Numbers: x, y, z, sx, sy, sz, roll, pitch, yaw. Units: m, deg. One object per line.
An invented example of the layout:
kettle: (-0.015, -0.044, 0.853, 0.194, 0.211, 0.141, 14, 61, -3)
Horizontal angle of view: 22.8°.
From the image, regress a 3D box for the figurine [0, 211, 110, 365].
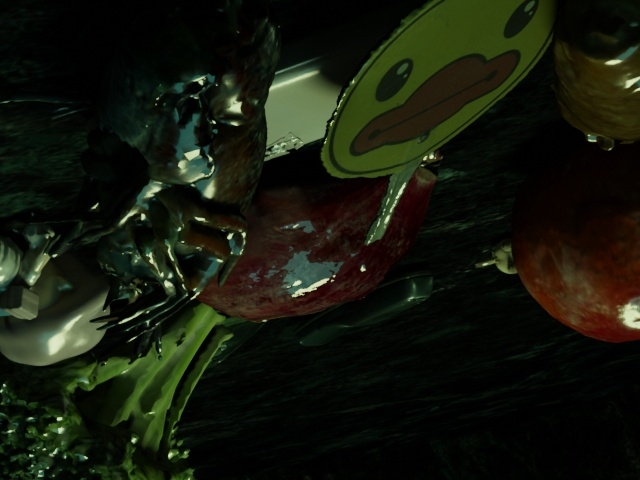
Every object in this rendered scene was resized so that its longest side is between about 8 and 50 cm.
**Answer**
figurine: (-0.257, 0.048, 1.399, 0.137, 0.112, 0.229, -13, 157, 12)

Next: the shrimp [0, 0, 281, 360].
shrimp: (-0.126, -0.044, 1.086, 0.137, 0.172, 0.372, -23, 153, -43)

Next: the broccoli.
broccoli: (-0.258, 0.172, 1.690, 0.249, 0.302, 0.375, 1, 146, 26)

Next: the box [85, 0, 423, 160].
box: (-0.022, -0.105, 1.171, 0.285, 0.044, 0.142, -18, 164, 13)

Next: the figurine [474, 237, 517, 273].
figurine: (0.228, 0.017, 1.932, 0.050, 0.047, 0.083, -7, -179, 37)

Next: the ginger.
ginger: (0.210, -0.139, 1.095, 0.107, 0.133, 0.309, 18, 178, 14)

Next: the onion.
onion: (0.000, 0.000, 1.453, 0.283, 0.120, 0.227, -23, 169, 28)

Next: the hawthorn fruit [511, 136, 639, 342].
hawthorn fruit: (0.322, 0.020, 1.559, 0.241, 0.272, 0.242, -20, 159, -8)

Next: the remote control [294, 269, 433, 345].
remote control: (0.055, 0.086, 2.002, 0.072, 0.042, 0.222, -3, 161, -46)

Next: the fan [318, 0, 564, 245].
fan: (0.081, -0.096, 1.144, 0.229, 0.011, 0.335, -28, 157, -30)

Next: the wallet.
wallet: (-0.149, 0.121, 1.914, 0.160, 0.055, 0.236, -15, 167, -32)
